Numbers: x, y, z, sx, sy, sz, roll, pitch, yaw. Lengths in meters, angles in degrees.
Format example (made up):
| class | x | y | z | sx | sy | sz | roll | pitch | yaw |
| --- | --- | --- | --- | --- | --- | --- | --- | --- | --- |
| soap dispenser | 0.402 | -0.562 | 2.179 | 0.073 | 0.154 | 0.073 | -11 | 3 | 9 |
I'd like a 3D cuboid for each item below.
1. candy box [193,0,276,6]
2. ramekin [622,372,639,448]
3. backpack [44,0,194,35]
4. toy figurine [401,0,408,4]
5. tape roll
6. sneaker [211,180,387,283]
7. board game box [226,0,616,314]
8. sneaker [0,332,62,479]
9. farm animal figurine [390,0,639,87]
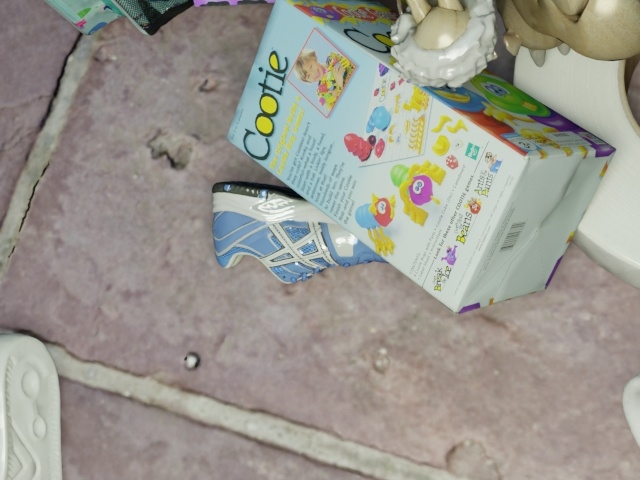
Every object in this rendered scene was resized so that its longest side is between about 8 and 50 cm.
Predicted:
| class | x | y | z | sx | sy | sz | roll | pitch | yaw |
| --- | --- | --- | --- | --- | --- | --- | --- | --- | --- |
| candy box | -0.031 | -0.306 | 1.165 | 0.196 | 0.070 | 0.165 | 2 | 116 | 24 |
| ramekin | 0.355 | 0.165 | 0.885 | 0.135 | 0.277 | 0.277 | -39 | 66 | -8 |
| backpack | -0.222 | -0.337 | 1.222 | 0.191 | 0.253 | 0.225 | -25 | 67 | 5 |
| toy figurine | 0.010 | -0.414 | 1.207 | 0.191 | 0.217 | 0.363 | -13 | 68 | 10 |
| tape roll | 0.362 | -0.129 | 1.090 | 0.392 | 0.072 | 0.392 | -5 | 69 | 14 |
| sneaker | 0.000 | 0.000 | 1.151 | 0.211 | 0.080 | 0.081 | 11 | 97 | 18 |
| board game box | 0.078 | -0.081 | 1.067 | 0.275 | 0.142 | 0.144 | 38 | 119 | 30 |
| sneaker | -0.357 | 0.241 | 1.137 | 0.236 | 0.130 | 0.323 | -7 | 74 | 23 |
| farm animal figurine | 0.208 | -0.226 | 1.029 | 0.330 | 0.172 | 0.327 | -22 | 25 | 8 |
